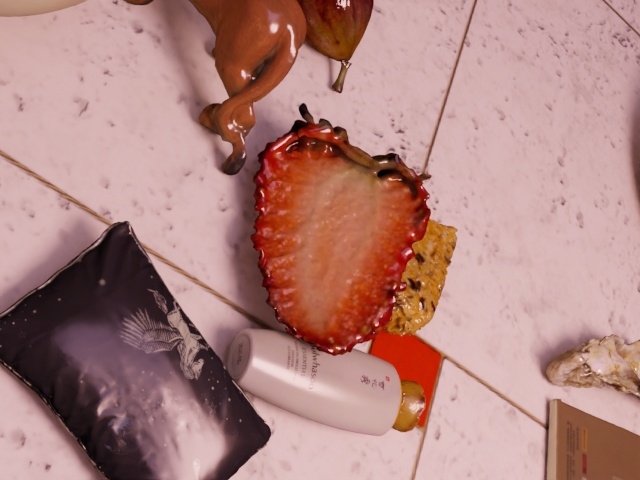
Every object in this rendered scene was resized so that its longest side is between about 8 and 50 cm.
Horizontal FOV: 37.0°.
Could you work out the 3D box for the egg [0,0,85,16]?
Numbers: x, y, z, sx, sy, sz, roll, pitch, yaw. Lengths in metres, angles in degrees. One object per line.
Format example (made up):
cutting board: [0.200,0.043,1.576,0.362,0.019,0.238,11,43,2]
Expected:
egg: [-0.250,-0.263,0.700,0.286,0.174,0.264,4,66,-9]

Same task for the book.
book: [0.349,0.317,1.014,0.310,0.021,0.217,26,56,-27]

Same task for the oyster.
oyster: [0.322,0.143,1.059,0.200,0.061,0.106,33,36,-27]

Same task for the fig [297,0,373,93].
fig: [0.016,-0.212,0.948,0.089,0.089,0.125,-35,120,-42]

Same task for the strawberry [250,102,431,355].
strawberry: [0.000,0.001,0.838,0.167,0.087,0.208,27,65,1]

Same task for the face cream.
face cream: [0.007,0.120,0.807,0.182,0.051,0.072,22,55,-30]

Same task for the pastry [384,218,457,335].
pastry: [0.086,0.029,0.905,0.080,0.056,0.140,34,52,-22]

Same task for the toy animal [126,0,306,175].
toy animal: [-0.092,-0.229,0.810,0.097,0.157,0.312,-31,91,-41]

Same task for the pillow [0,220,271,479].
pillow: [-0.133,0.104,0.704,0.141,0.055,0.208,-42,99,-31]
